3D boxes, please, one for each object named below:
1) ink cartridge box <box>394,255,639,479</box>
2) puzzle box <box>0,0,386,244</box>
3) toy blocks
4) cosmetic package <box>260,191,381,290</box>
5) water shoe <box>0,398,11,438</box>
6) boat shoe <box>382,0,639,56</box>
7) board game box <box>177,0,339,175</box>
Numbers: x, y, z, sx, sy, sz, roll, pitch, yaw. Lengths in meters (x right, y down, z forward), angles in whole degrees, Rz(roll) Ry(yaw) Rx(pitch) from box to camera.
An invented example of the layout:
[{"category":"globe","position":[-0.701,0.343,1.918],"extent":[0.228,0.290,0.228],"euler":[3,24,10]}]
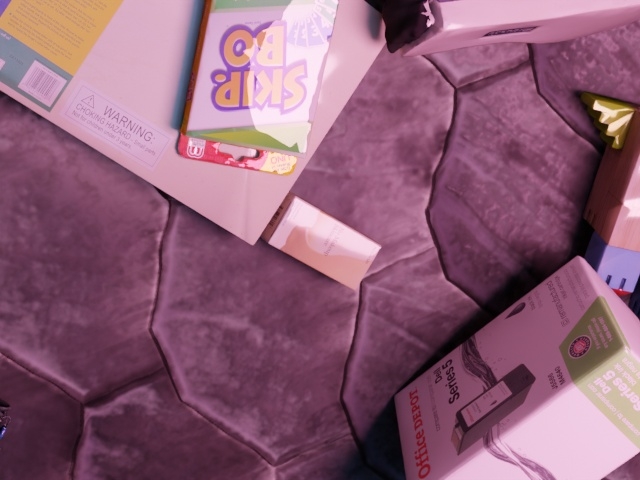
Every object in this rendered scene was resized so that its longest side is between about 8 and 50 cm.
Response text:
[{"category":"ink cartridge box","position":[0.218,0.175,1.137],"extent":[0.273,0.198,0.115],"euler":[-40,110,16]},{"category":"puzzle box","position":[-0.159,-0.212,1.040],"extent":[0.409,0.052,0.272],"euler":[33,92,-22]},{"category":"toy blocks","position":[0.448,0.006,1.235],"extent":[0.381,0.191,0.261],"euler":[12,109,-9]},{"category":"cosmetic package","position":[0.000,0.000,1.149],"extent":[0.115,0.041,0.060],"euler":[28,94,-22]},{"category":"water shoe","position":[-0.343,0.192,1.072],"extent":[0.080,0.073,0.203],"euler":[-16,108,-16]},{"category":"boat shoe","position":[0.208,-0.289,1.105],"extent":[0.340,0.127,0.158],"euler":[-11,86,-29]},{"category":"board game box","position":[-0.053,-0.194,1.034],"extent":[0.124,0.039,0.260],"euler":[9,103,-19]}]
